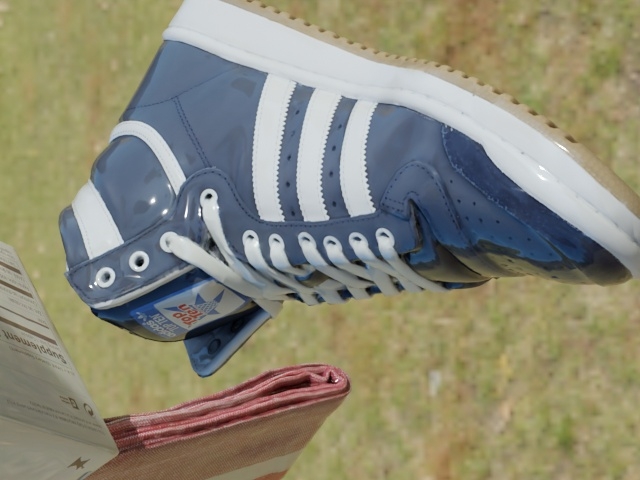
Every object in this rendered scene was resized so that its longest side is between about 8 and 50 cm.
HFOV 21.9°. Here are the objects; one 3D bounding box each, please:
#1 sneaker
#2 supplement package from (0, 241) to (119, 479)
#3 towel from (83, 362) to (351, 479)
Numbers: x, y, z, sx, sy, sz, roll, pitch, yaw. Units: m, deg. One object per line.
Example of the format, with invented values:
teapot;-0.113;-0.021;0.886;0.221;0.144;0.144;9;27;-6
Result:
sneaker;0.000;0.000;0.674;0.282;0.099;0.153;28;81;45
supplement package;-0.273;0.106;0.791;0.262;0.204;0.145;-39;61;11
towel;-0.140;0.205;1.054;0.037;0.237;0.329;53;126;24
